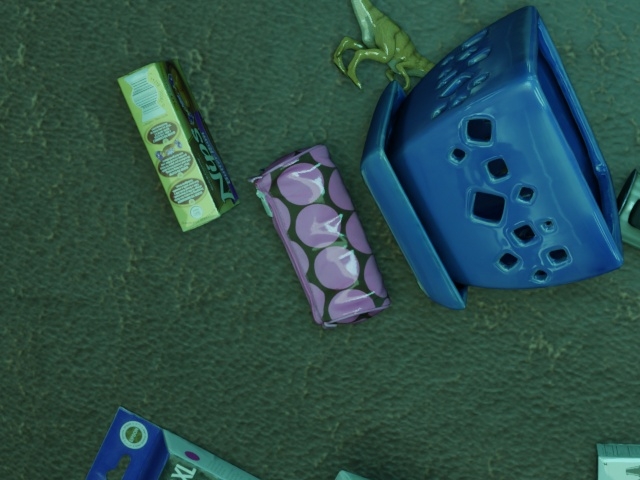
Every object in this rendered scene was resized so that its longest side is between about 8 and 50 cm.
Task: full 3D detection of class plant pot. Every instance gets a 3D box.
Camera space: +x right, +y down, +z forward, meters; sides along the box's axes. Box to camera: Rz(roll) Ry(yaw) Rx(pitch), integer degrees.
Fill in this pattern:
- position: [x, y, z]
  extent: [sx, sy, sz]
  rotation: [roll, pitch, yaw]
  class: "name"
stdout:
- position: [0.174, -0.078, 1.528]
  extent: [0.212, 0.236, 0.236]
  rotation: [-22, 112, 19]
  class: "plant pot"

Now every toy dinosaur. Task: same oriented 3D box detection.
- position: [0.063, -0.231, 1.634]
  extent: [0.112, 0.064, 0.211]
  rotation: [-40, 101, 1]
  class: "toy dinosaur"

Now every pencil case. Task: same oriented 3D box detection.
- position: [0.000, 0.000, 1.659]
  extent: [0.098, 0.095, 0.209]
  rotation: [-26, 93, -23]
  class: "pencil case"

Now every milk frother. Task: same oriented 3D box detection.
- position: [0.400, -0.044, 1.578]
  extent: [0.135, 0.129, 0.143]
  rotation: [24, 81, 3]
  class: "milk frother"

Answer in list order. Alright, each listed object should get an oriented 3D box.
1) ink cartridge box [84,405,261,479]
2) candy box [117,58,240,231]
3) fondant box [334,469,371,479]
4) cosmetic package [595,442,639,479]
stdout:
- position: [-0.122, 0.364, 1.756]
  extent: [0.371, 0.069, 0.176]
  rotation: [28, 103, 6]
  class: "ink cartridge box"
- position: [-0.160, -0.110, 1.657]
  extent: [0.053, 0.109, 0.186]
  rotation: [-23, 94, 12]
  class: "candy box"
- position: [0.058, 0.453, 1.670]
  extent: [0.238, 0.096, 0.330]
  rotation: [23, 104, -25]
  class: "fondant box"
- position: [0.364, 0.356, 1.673]
  extent: [0.099, 0.060, 0.239]
  rotation: [0, 99, 10]
  class: "cosmetic package"
